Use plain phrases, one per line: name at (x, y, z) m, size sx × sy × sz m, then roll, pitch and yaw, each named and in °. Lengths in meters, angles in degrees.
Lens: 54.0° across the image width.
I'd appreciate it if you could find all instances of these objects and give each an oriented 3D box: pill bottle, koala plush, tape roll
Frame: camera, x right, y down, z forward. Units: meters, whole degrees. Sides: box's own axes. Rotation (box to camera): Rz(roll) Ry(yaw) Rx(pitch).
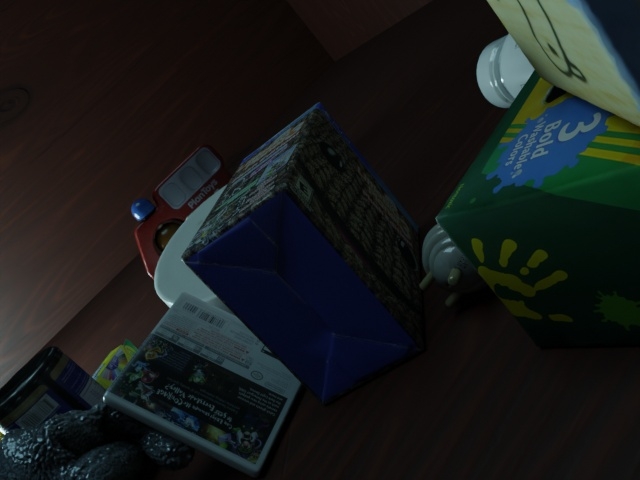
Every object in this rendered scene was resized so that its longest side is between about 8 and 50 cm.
pill bottle at (0.316, -0.242, 0.830) m, size 0.131 × 0.131 × 0.229 m, roll -46°, pitch 18°, yaw -13°
pill bottle at (-0.328, 0.258, 0.856) m, size 0.123 × 0.219 × 0.123 m, roll -37°, pitch 17°, yaw 14°
koala plush at (-0.238, 0.304, 0.651) m, size 0.196 × 0.203 × 0.221 m, roll -53°, pitch 39°, yaw 18°
tape roll at (-0.143, -0.005, 1.196) m, size 0.392 × 0.072 × 0.392 m, roll -26°, pitch 32°, yaw 18°

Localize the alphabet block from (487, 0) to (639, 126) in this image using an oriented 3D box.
alphabet block at (0.192, -0.205, 0.359) m, size 0.193 × 0.192 × 0.197 m, roll -36°, pitch 18°, yaw 14°

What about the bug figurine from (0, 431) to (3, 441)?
bug figurine at (-0.456, 0.385, 0.960) m, size 0.279 × 0.072 × 0.216 m, roll -1°, pitch 29°, yaw 19°

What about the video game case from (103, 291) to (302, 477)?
video game case at (-0.123, 0.161, 0.738) m, size 0.173 × 0.191 × 0.022 m, roll -60°, pitch -7°, yaw -46°

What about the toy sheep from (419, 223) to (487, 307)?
toy sheep at (0.146, 0.017, 0.653) m, size 0.091 × 0.091 × 0.132 m, roll -33°, pitch 14°, yaw 27°

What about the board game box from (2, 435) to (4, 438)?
board game box at (-0.509, 0.388, 1.092) m, size 0.026 × 0.126 × 0.186 m, roll -32°, pitch 19°, yaw 34°

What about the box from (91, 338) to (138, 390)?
box at (-0.350, 0.263, 1.088) m, size 0.043 × 0.105 × 0.179 m, roll -30°, pitch 20°, yaw 32°

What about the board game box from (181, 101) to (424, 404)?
board game box at (0.000, 0.000, 0.757) m, size 0.141 × 0.232 × 0.291 m, roll -34°, pitch 19°, yaw 21°

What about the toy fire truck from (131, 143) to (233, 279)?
toy fire truck at (-0.289, -0.037, 1.433) m, size 0.302 × 0.254 × 0.169 m, roll -46°, pitch 17°, yaw -14°

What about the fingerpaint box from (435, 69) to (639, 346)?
fingerpaint box at (0.349, -0.144, 0.465) m, size 0.371 × 0.163 × 0.444 m, roll -15°, pitch 32°, yaw 56°
